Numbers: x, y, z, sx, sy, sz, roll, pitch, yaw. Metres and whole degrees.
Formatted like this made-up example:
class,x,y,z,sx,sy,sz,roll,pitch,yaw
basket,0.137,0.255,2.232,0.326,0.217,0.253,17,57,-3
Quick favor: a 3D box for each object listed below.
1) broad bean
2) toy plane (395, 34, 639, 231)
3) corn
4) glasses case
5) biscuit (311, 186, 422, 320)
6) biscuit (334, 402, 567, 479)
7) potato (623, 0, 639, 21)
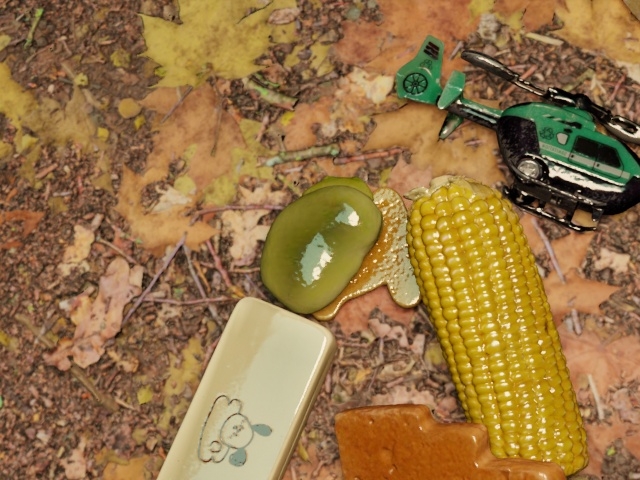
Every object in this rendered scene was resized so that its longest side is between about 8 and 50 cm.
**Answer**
class,x,y,z,sx,sy,sz,roll,pitch,yaw
broad bean,0.000,0.000,1.186,0.174,0.082,0.124,-44,70,-3
toy plane,0.261,-0.128,1.204,0.382,0.106,0.155,24,75,16
corn,0.202,0.109,1.113,0.144,0.144,0.387,-21,84,4
glasses case,-0.096,0.232,1.185,0.131,0.070,0.313,22,81,14
biscuit,0.080,0.013,1.228,0.240,0.035,0.158,-13,76,7
biscuit,0.130,0.293,1.093,0.306,0.043,0.284,44,121,25
potato,0.441,-0.333,1.241,0.120,0.100,0.261,-13,52,-33
